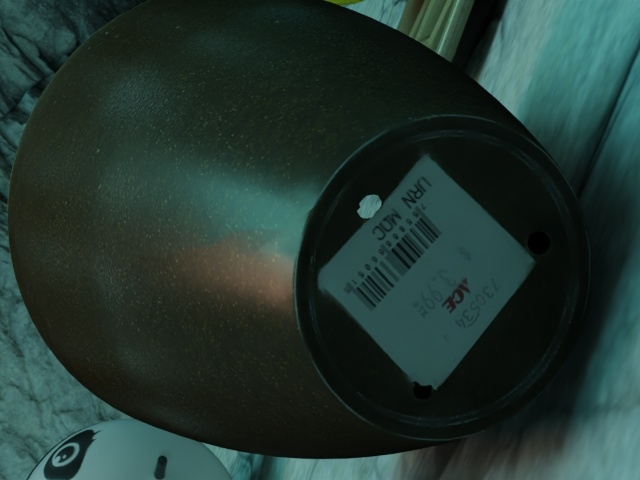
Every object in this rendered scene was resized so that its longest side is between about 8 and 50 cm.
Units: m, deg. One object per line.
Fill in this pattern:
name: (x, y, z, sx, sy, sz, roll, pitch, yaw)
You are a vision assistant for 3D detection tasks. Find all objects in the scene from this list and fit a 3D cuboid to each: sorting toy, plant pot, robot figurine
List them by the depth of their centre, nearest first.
plant pot: (0.000, 0.000, 0.552, 0.230, 0.215, 0.215, 18, 88, 69)
sorting toy: (0.103, -0.190, 0.861, 0.307, 0.041, 0.229, -146, 80, -82)
robot figurine: (-0.153, 0.224, 1.057, 0.209, 0.173, 0.278, 64, 164, 6)

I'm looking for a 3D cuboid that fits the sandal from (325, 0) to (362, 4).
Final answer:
sandal: (0.059, -0.276, 0.872, 0.317, 0.126, 0.138, -46, 16, 45)
